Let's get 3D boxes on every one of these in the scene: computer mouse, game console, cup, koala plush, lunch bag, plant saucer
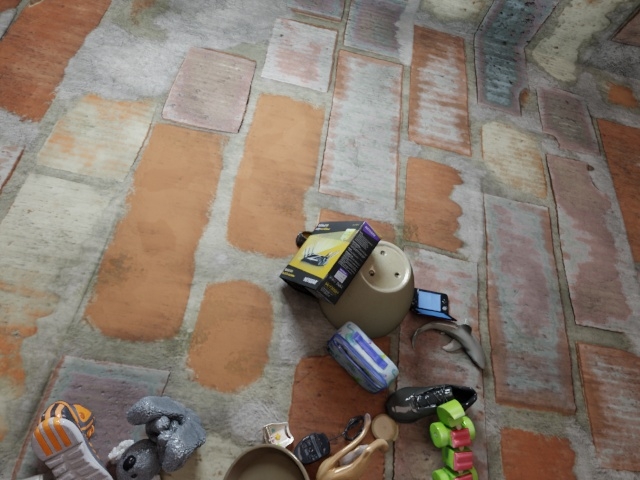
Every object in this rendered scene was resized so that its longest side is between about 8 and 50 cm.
[{"bbox_3d":[0.030,0.576,1.217,0.242,0.041,0.071,-14,66,-25],"label":"computer mouse"},{"bbox_3d":[0.386,0.218,1.436,0.144,0.085,0.124,12,63,-7],"label":"game console"},{"bbox_3d":[0.168,0.127,1.350,0.331,0.237,0.331,5,63,-9],"label":"cup"},{"bbox_3d":[-0.428,0.542,1.075,0.196,0.203,0.221,40,84,19],"label":"koala plush"},{"bbox_3d":[0.122,0.354,1.262,0.219,0.176,0.090,45,64,10],"label":"lunch bag"},{"bbox_3d":[-0.136,0.667,1.059,0.278,0.041,0.278,-12,61,21],"label":"plant saucer"}]

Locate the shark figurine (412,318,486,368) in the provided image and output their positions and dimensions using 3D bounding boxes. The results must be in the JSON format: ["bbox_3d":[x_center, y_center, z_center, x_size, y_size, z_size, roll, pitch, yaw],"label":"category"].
[{"bbox_3d":[0.438,0.301,1.394,0.278,0.116,0.166,19,60,-5],"label":"shark figurine"}]

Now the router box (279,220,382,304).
[{"bbox_3d":[0.019,0.055,1.287,0.081,0.309,0.243,42,75,-20],"label":"router box"}]

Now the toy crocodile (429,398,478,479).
[{"bbox_3d":[0.387,0.619,1.184,0.115,0.105,0.340,-4,89,-14],"label":"toy crocodile"}]

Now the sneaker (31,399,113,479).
[{"bbox_3d":[-0.594,0.539,1.052,0.124,0.180,0.321,-18,103,-18],"label":"sneaker"}]

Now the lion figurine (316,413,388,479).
[{"bbox_3d":[0.051,0.658,1.061,0.240,0.142,0.392,-9,95,-26],"label":"lion figurine"}]

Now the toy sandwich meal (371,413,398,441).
[{"bbox_3d":[0.193,0.563,1.258,0.085,0.029,0.085,3,63,-6],"label":"toy sandwich meal"}]

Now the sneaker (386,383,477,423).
[{"bbox_3d":[0.339,0.480,1.272,0.286,0.130,0.109,-5,60,-14],"label":"sneaker"}]

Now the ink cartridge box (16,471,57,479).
[{"bbox_3d":[-0.731,0.610,0.967,0.208,0.153,0.087,-10,67,-15],"label":"ink cartridge box"}]

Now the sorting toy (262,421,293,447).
[{"bbox_3d":[-0.117,0.556,1.189,0.075,0.045,0.083,-14,67,-26],"label":"sorting toy"}]

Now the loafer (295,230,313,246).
[{"bbox_3d":[0.000,0.000,1.475,0.170,0.061,0.062,4,62,-11],"label":"loafer"}]
